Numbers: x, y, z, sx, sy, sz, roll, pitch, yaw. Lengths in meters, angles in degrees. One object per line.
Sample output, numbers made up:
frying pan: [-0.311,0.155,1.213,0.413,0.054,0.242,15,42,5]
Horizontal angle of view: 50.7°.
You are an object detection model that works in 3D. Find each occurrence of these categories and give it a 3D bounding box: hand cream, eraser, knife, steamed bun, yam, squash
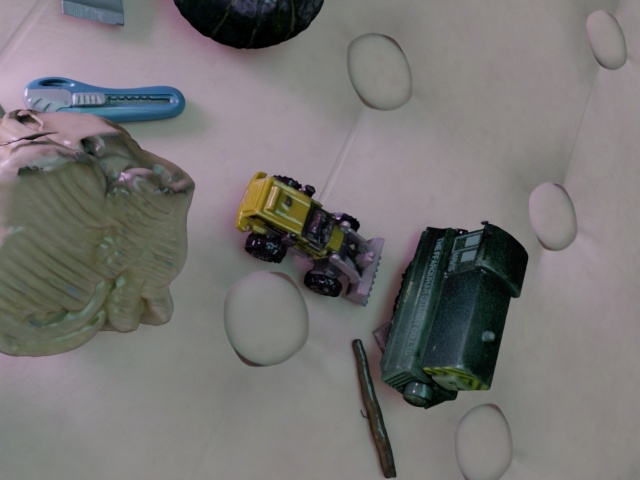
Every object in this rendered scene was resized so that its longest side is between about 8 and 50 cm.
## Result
hand cream: [-0.323,-0.466,0.946,0.085,0.058,0.330,1,86,-39]
eraser: [0.121,0.182,1.141,0.038,0.019,0.083,-31,99,-33]
knife: [-0.292,-0.194,0.934,0.222,0.031,0.064,-7,83,-33]
steamed bun: [-0.313,-0.017,0.806,0.268,0.207,0.280,-3,115,-40]
yam: [0.084,0.275,1.104,0.027,0.029,0.234,-13,88,-60]
squash: [-0.109,-0.411,1.000,0.252,0.165,0.252,5,80,-29]

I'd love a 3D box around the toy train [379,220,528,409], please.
toy train: [0.222,0.114,1.108,0.139,0.178,0.330,37,58,-28]

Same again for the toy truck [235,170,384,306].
toy truck: [0.000,0.000,1.041,0.286,0.111,0.136,30,67,-28]
